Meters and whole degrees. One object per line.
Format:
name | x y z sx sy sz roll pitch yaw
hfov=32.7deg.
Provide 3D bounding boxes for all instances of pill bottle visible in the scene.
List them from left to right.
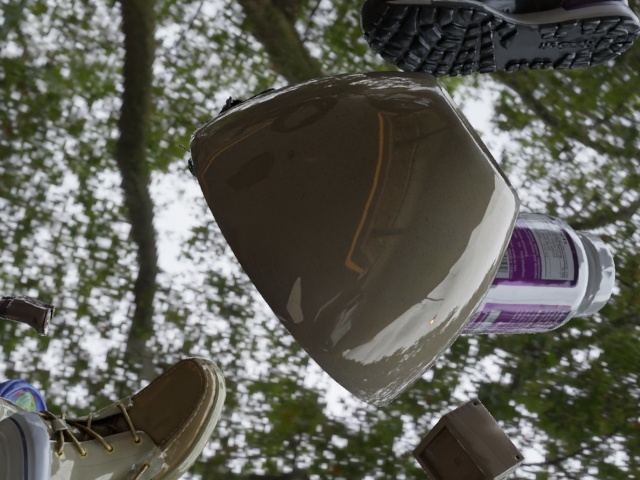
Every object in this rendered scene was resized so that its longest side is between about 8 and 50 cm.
pill bottle | 0.255 0.043 1.489 0.169 0.301 0.169 -6 -98 54

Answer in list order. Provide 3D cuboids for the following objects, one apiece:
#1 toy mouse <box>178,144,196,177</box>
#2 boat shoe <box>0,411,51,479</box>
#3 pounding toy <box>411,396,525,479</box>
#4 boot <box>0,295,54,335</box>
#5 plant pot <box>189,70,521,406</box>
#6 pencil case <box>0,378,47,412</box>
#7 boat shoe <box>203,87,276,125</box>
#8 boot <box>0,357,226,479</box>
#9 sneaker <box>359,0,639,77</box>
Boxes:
toy mouse | -0.156 -0.121 1.693 0.143 0.161 0.031 12 -54 16
boat shoe | -0.284 0.243 0.876 0.083 0.076 0.226 31 -73 42
pounding toy | 0.205 0.301 1.554 0.130 0.100 0.141 52 -41 21
boot | -0.452 0.113 1.652 0.118 0.087 0.042 -122 -138 -77
plant pot | 0.053 -0.033 0.917 0.191 0.284 0.284 -35 -123 11
pencil case | -0.443 0.231 1.182 0.306 0.119 0.133 -8 -96 15
boat shoe | -0.137 -0.226 1.922 0.206 0.075 0.065 -4 -80 48
boot | -0.235 0.186 1.056 0.262 0.203 0.095 -43 -134 4
sneaker | 0.160 -0.234 1.043 0.107 0.283 0.124 128 -46 -57
